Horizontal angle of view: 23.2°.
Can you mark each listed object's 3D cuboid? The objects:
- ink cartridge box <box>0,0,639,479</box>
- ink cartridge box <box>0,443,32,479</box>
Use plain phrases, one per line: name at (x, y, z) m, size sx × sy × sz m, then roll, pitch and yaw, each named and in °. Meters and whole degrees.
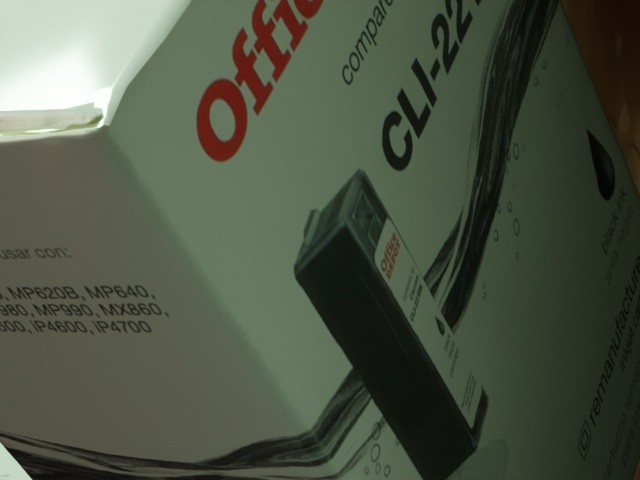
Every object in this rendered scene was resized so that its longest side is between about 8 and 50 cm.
ink cartridge box at (0.000, 0.000, 0.464) m, size 0.273 × 0.114 × 0.197 m, roll 59°, pitch -137°, yaw -36°
ink cartridge box at (-0.090, 0.124, 0.975) m, size 0.160 × 0.384 × 0.279 m, roll 102°, pitch 167°, yaw -55°
